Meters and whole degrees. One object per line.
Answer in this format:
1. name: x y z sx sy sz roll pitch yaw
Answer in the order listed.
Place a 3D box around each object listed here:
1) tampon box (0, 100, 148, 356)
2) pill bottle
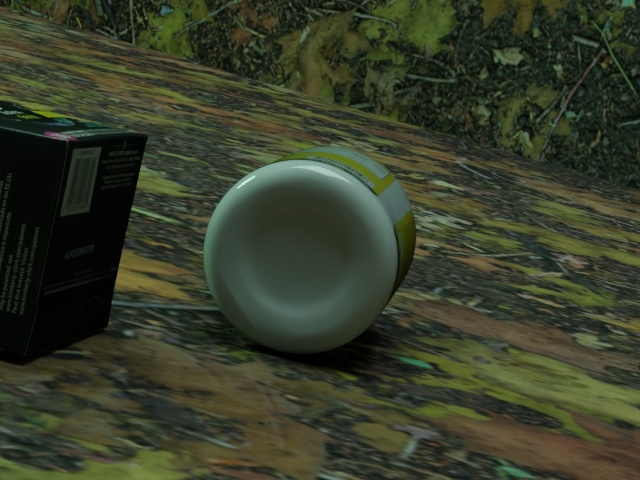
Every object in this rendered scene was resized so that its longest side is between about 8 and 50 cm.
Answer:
1. tampon box: -0.183 -0.019 0.861 0.161 0.101 0.120 14 7 10
2. pill bottle: 0.000 0.000 1.023 0.103 0.103 0.184 14 8 6
